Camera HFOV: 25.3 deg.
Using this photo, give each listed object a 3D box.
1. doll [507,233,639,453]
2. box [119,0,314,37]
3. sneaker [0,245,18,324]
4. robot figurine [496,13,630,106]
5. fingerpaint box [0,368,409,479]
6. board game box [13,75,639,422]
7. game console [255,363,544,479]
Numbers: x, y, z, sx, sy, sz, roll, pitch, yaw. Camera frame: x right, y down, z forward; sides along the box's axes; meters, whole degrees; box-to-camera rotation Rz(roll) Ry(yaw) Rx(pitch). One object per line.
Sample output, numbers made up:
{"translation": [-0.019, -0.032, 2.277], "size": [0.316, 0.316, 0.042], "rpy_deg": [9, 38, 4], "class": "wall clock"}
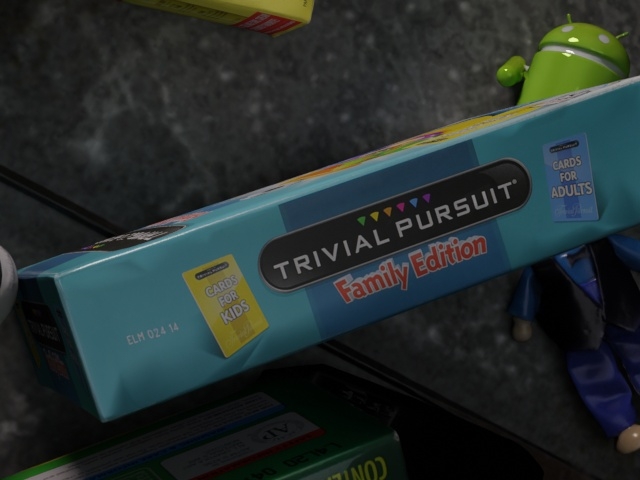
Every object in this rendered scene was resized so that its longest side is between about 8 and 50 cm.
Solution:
{"translation": [0.197, 0.048, 0.998], "size": [0.129, 0.046, 0.189], "rpy_deg": [-28, 92, -7], "class": "doll"}
{"translation": [-0.122, -0.180, 0.878], "size": [0.232, 0.087, 0.058], "rpy_deg": [9, 89, -19], "class": "box"}
{"translation": [-0.283, 0.050, 0.772], "size": [0.217, 0.121, 0.079], "rpy_deg": [-35, 59, 11], "class": "sneaker"}
{"translation": [0.171, -0.098, 0.980], "size": [0.101, 0.067, 0.115], "rpy_deg": [20, 83, 14], "class": "robot figurine"}
{"translation": [-0.141, 0.325, 0.757], "size": [0.445, 0.163, 0.371], "rpy_deg": [-18, 105, -21], "class": "fingerpaint box"}
{"translation": [0.000, 0.000, 0.826], "size": [0.336, 0.254, 0.079], "rpy_deg": [-19, 94, -18], "class": "board game box"}
{"translation": [-0.003, 0.272, 0.933], "size": [0.213, 0.044, 0.361], "rpy_deg": [23, 83, -16], "class": "game console"}
